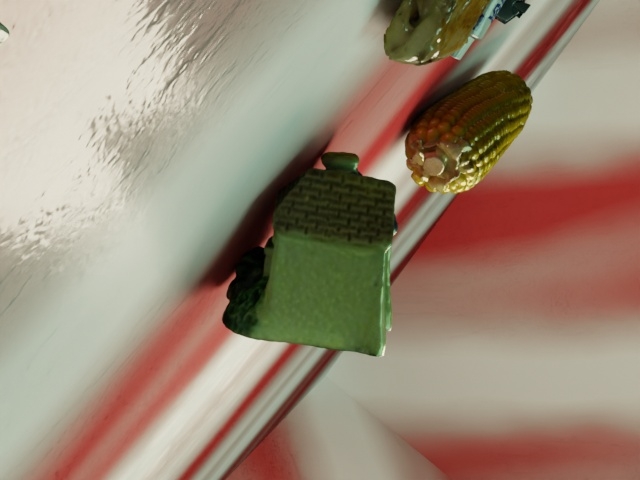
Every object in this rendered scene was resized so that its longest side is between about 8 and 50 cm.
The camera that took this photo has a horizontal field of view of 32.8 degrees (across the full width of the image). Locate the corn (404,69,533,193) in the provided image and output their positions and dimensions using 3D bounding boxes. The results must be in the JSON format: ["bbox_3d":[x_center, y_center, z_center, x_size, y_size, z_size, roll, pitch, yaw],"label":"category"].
[{"bbox_3d":[0.239,-0.179,1.742,0.144,0.144,0.387,-56,173,31],"label":"corn"}]

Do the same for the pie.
[{"bbox_3d":[0.132,-0.238,1.130,0.129,0.068,0.282,-53,172,20],"label":"pie"}]

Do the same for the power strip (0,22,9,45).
[{"bbox_3d":[-0.150,-0.087,0.438,0.027,0.017,0.083,-50,170,3],"label":"power strip"}]

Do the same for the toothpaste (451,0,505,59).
[{"bbox_3d":[0.236,-0.351,1.306,0.297,0.048,0.075,-57,168,13],"label":"toothpaste"}]

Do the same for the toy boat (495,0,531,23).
[{"bbox_3d":[0.248,-0.320,1.456,0.055,0.060,0.141,-54,178,13],"label":"toy boat"}]

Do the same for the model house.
[{"bbox_3d":[0.000,0.000,1.225,0.214,0.195,0.189,-73,173,-73],"label":"model house"}]
